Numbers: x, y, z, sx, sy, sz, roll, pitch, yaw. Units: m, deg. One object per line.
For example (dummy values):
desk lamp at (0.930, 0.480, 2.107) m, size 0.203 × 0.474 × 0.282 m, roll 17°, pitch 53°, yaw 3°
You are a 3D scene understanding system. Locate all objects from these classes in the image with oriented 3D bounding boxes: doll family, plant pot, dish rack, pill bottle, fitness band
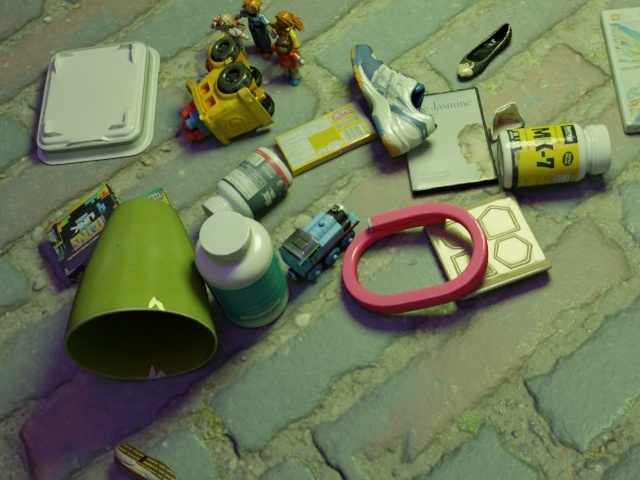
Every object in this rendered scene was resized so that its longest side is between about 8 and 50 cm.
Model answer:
doll family at (-0.124, -0.485, 1.939) m, size 0.263 × 0.163 × 0.118 m, roll 26°, pitch 68°, yaw 22°
plant pot at (-0.341, 0.075, 1.602) m, size 0.274 × 0.275 × 0.294 m, roll -10°, pitch 56°, yaw 4°
dish rack at (-0.534, -0.343, 1.984) m, size 0.285 × 0.072 × 0.333 m, roll -5°, pitch 61°, yaw 6°
pill bottle at (-0.157, -0.102, 1.759) m, size 0.180 × 0.108 × 0.108 m, roll -42°, pitch 63°, yaw -14°
pill bottle at (-0.150, 0.051, 1.579) m, size 0.146 × 0.264 × 0.146 m, roll -4°, pitch 60°, yaw 7°
fitness band at (0.181, 0.033, 1.629) m, size 0.290 × 0.054 × 0.209 m, roll -14°, pitch 58°, yaw 15°
pill bottle at (0.468, -0.174, 1.689) m, size 0.208 × 0.119 × 0.119 m, roll -6°, pitch 60°, yaw 6°

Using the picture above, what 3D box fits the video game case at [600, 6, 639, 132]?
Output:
video game case at (0.783, -0.383, 1.803) m, size 0.299 × 0.036 × 0.329 m, roll -4°, pitch 60°, yaw 7°

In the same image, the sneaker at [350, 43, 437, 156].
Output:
sneaker at (0.160, -0.320, 1.818) m, size 0.131 × 0.112 × 0.297 m, roll -25°, pitch 63°, yaw 10°

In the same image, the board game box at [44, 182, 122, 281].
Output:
board game box at (-0.489, -0.018, 1.777) m, size 0.170 × 0.048 × 0.141 m, roll -37°, pitch 59°, yaw 6°

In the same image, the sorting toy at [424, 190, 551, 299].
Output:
sorting toy at (0.327, 0.010, 1.659) m, size 0.193 × 0.038 × 0.208 m, roll -19°, pitch 55°, yaw -2°

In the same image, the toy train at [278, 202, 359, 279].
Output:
toy train at (0.000, 0.000, 1.675) m, size 0.080 × 0.105 × 0.184 m, roll 38°, pitch 73°, yaw 26°

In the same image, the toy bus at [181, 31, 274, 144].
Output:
toy bus at (-0.233, -0.327, 1.895) m, size 0.211 × 0.149 × 0.220 m, roll -29°, pitch 56°, yaw 11°

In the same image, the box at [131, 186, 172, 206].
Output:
box at (-0.359, -0.036, 1.794) m, size 0.105 × 0.043 × 0.179 m, roll -27°, pitch 58°, yaw -6°

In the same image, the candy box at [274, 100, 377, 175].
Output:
candy box at (0.012, -0.227, 1.849) m, size 0.205 × 0.027 × 0.105 m, roll -25°, pitch 57°, yaw -5°

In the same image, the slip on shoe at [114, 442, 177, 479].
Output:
slip on shoe at (-0.322, 0.422, 1.528) m, size 0.135 × 0.051 × 0.041 m, roll 26°, pitch 107°, yaw 13°

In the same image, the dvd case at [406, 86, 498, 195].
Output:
dvd case at (0.271, -0.217, 1.802) m, size 0.180 × 0.022 × 0.253 m, roll -9°, pitch 59°, yaw 5°

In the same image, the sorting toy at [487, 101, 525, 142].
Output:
sorting toy at (0.390, -0.260, 1.776) m, size 0.083 × 0.075 × 0.045 m, roll -27°, pitch 60°, yaw -7°

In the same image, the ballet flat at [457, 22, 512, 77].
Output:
ballet flat at (0.368, -0.432, 1.892) m, size 0.057 × 0.049 × 0.173 m, roll 37°, pitch 72°, yaw 27°
